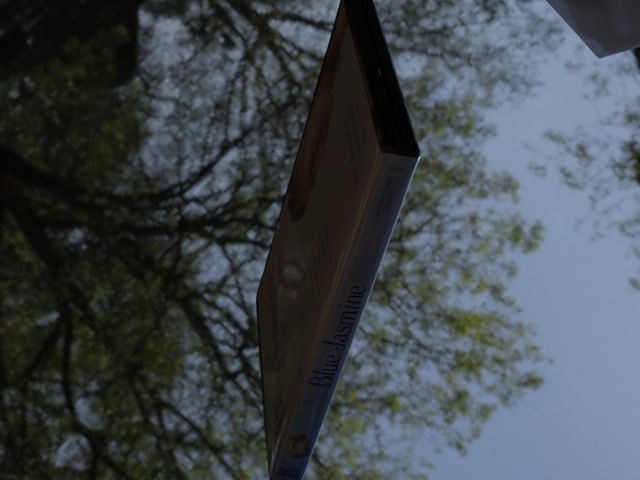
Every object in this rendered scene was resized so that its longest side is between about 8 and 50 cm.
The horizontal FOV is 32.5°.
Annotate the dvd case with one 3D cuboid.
[{"bbox_3d":[0.000,0.000,0.664,0.180,0.022,0.253,-100,-158,-52],"label":"dvd case"}]

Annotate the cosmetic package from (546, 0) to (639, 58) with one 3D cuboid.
[{"bbox_3d":[0.092,-0.203,0.491,0.099,0.239,0.060,-54,-162,-20],"label":"cosmetic package"}]
